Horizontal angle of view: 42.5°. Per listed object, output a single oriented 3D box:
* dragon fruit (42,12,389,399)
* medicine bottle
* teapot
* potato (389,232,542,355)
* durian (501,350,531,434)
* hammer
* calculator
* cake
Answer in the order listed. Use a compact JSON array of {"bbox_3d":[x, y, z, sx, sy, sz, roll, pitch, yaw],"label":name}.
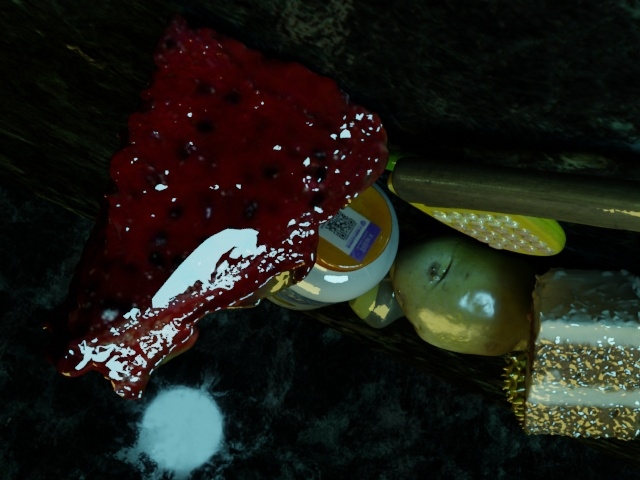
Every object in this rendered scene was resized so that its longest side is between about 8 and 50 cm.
[{"bbox_3d":[-0.114,-0.004,0.805,0.228,0.329,0.286,20,169,-18],"label":"dragon fruit"},{"bbox_3d":[0.000,0.000,0.983,0.157,0.157,0.289,25,169,-7],"label":"medicine bottle"},{"bbox_3d":[0.104,0.054,1.171,0.119,0.130,0.165,10,-156,-11],"label":"teapot"},{"bbox_3d":[0.179,0.066,1.009,0.201,0.137,0.154,23,-163,5],"label":"potato"},{"bbox_3d":[0.336,0.142,1.059,0.237,0.137,0.193,-31,159,20],"label":"durian"},{"bbox_3d":[0.233,-0.019,0.592,0.440,0.044,0.168,11,146,43],"label":"hammer"},{"bbox_3d":[0.152,-0.038,0.831,0.235,0.032,0.146,29,167,-34],"label":"calculator"},{"bbox_3d":[0.280,0.115,0.876,0.135,0.147,0.135,-1,-154,14],"label":"cake"}]
